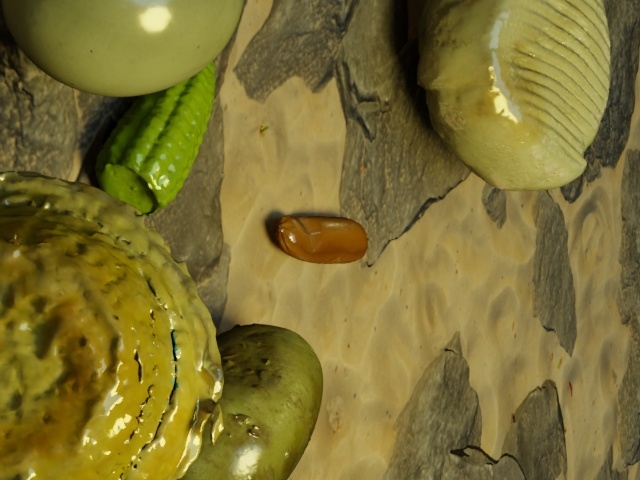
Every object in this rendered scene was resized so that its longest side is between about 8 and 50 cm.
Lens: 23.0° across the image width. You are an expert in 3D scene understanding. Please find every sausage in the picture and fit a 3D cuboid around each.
[{"bbox_3d":[0.000,0.000,1.993,0.183,0.054,0.062,0,60,-51],"label":"sausage"}]

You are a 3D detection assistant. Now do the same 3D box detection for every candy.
[{"bbox_3d":[-0.170,-0.128,1.734,0.097,0.097,0.209,53,50,-39],"label":"candy"}]

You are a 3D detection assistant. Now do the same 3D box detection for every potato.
[{"bbox_3d":[-0.104,0.211,1.756,0.173,0.210,0.307,35,46,-1],"label":"potato"}]

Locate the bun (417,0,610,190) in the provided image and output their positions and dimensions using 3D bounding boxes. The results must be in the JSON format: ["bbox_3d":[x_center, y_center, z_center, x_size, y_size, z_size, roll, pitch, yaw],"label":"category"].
[{"bbox_3d":[0.253,-0.253,2.174,0.365,0.219,0.365,0,90,-53],"label":"bun"}]

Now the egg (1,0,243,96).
[{"bbox_3d":[-0.198,-0.254,1.588,0.269,0.219,0.219,-17,105,-57],"label":"egg"}]

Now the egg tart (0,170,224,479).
[{"bbox_3d":[-0.275,0.117,1.414,0.169,0.388,0.388,124,-25,-80],"label":"egg tart"}]
